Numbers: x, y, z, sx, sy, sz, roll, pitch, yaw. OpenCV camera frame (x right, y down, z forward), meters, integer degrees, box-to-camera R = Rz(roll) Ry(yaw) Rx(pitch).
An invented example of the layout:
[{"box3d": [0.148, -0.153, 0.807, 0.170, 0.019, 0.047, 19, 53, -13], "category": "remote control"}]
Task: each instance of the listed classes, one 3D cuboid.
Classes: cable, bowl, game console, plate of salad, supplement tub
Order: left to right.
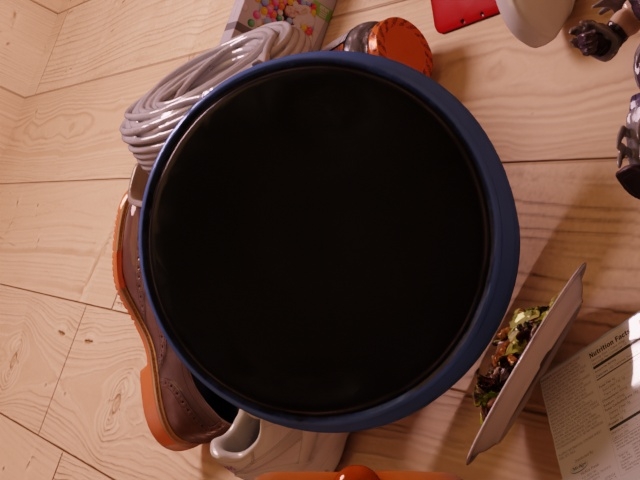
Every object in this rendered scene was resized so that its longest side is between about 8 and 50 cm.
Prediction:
[{"box3d": [-0.119, -0.173, 1.323, 0.257, 0.089, 0.257, -17, 25, 33], "category": "cable"}, {"box3d": [0.000, 0.000, 1.094, 0.391, 0.391, 0.077, -63, -13, 5], "category": "bowl"}, {"box3d": [0.045, -0.201, 1.377, 0.190, 0.117, 0.117, -23, 51, 49], "category": "supplement tub"}, {"box3d": [0.201, -0.332, 1.330, 0.124, 0.085, 0.144, -45, 20, -30], "category": "game console"}, {"box3d": [0.168, 0.101, 0.933, 0.048, 0.200, 0.200, 31, 98, 16], "category": "plate of salad"}]

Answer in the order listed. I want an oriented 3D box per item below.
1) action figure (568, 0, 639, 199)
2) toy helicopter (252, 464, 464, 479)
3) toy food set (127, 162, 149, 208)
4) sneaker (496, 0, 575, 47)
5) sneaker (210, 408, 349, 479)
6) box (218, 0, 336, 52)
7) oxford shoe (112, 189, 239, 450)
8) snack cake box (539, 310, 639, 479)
[{"box3d": [0.312, -0.180, 0.972, 0.185, 0.099, 0.285, -35, 39, 48], "category": "action figure"}, {"box3d": [-0.023, 0.277, 0.912, 0.140, 0.355, 0.235, -119, 42, -54], "category": "toy helicopter"}, {"box3d": [-0.088, -0.034, 1.366, 0.306, 0.220, 0.092, 10, 75, 59], "category": "toy food set"}, {"box3d": [0.261, -0.345, 1.152, 0.123, 0.106, 0.290, -16, 54, 55], "category": "sneaker"}, {"box3d": [-0.005, 0.145, 1.179, 0.305, 0.152, 0.114, -59, 29, 9], "category": "sneaker"}, {"box3d": [-0.061, -0.318, 1.596, 0.038, 0.145, 0.186, 2, 71, 55], "category": "box"}, {"box3d": [-0.177, 0.088, 1.452, 0.133, 0.130, 0.363, -22, 79, 41], "category": "oxford shoe"}, {"box3d": [0.295, 0.112, 0.797, 0.264, 0.089, 0.152, -41, 36, 35], "category": "snack cake box"}]
